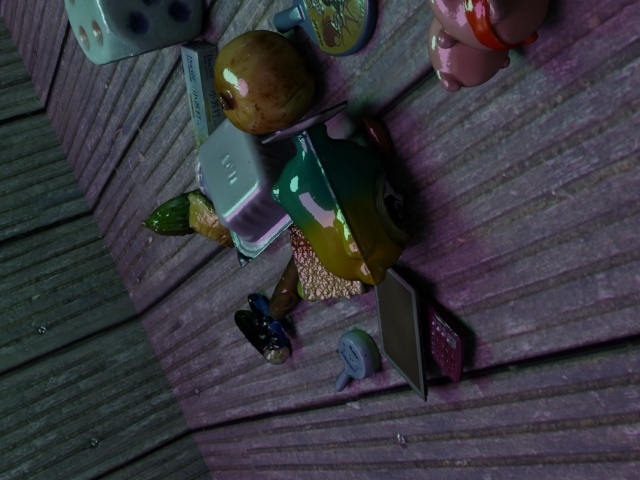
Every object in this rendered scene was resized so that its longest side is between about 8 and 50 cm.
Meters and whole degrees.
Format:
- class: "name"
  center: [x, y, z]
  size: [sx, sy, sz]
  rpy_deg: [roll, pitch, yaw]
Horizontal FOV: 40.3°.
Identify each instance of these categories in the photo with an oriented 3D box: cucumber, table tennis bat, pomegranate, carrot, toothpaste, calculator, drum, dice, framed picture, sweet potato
- class: "cucumber"
  center: [-0.383, -0.070, 2.424]
  size: [0.134, 0.244, 0.134]
  rpy_deg: [35, 133, 48]
- class: "table tennis bat"
  center: [0.000, -0.449, 1.657]
  size: [0.329, 0.044, 0.215]
  rpy_deg: [0, 112, 59]
- class: "pomegranate"
  center: [-0.125, -0.318, 1.795]
  size: [0.215, 0.215, 0.215]
  rpy_deg: [41, 144, 40]
- class: "cucumber"
  center: [-0.176, 0.270, 2.498]
  size: [0.241, 0.074, 0.074]
  rpy_deg: [37, 141, 47]
- class: "carrot"
  center: [-0.075, 0.107, 2.198]
  size: [0.070, 0.070, 0.342]
  rpy_deg: [55, 149, 21]
- class: "toothpaste"
  center: [-0.289, -0.350, 2.225]
  size: [0.089, 0.071, 0.312]
  rpy_deg: [31, 136, 43]
- class: "calculator"
  center: [0.230, 0.186, 1.731]
  size: [0.190, 0.034, 0.126]
  rpy_deg: [47, 147, 47]
- class: "drum"
  center: [0.064, 0.287, 2.100]
  size: [0.130, 0.049, 0.253]
  rpy_deg: [63, 152, 7]
- class: "dice"
  center: [-0.460, -0.586, 2.127]
  size: [0.268, 0.265, 0.262]
  rpy_deg: [9, 119, 60]
- class: "framed picture"
  center: [0.165, 0.174, 1.823]
  size: [0.217, 0.017, 0.274]
  rpy_deg: [-133, 31, -57]
- class: "sweet potato"
  center: [0.112, -0.197, 1.656]
  size: [0.095, 0.034, 0.034]
  rpy_deg: [56, 153, -3]

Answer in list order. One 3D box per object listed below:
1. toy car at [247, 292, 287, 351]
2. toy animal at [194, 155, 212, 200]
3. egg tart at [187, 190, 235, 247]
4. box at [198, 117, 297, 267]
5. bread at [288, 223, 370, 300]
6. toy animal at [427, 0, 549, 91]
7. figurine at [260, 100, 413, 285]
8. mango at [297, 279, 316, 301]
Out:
- class: "toy car"
  center: [-0.146, 0.217, 2.407]
  size: [0.216, 0.063, 0.103]
  rpy_deg: [-127, 20, -53]
- class: "toy animal"
  center: [-0.205, -0.146, 2.136]
  size: [0.204, 0.156, 0.208]
  rpy_deg: [44, 149, 44]
- class: "egg tart"
  center: [-0.264, -0.039, 2.273]
  size: [0.232, 0.098, 0.252]
  rpy_deg: [34, 178, -21]
- class: "box"
  center: [-0.167, -0.151, 1.911]
  size: [0.264, 0.106, 0.336]
  rpy_deg: [-42, 51, 27]
- class: "bread"
  center: [0.000, 0.000, 1.935]
  size: [0.178, 0.142, 0.266]
  rpy_deg: [-169, 68, -73]
- class: "toy animal"
  center: [0.229, -0.317, 1.219]
  size: [0.171, 0.171, 0.197]
  rpy_deg: [59, 154, 14]
- class: "figurine"
  center: [0.035, -0.077, 1.669]
  size: [0.323, 0.231, 0.340]
  rpy_deg: [-85, -30, -84]
- class: "mango"
  center: [-0.015, 0.111, 2.103]
  size: [0.108, 0.056, 0.073]
  rpy_deg: [-14, 103, 50]
